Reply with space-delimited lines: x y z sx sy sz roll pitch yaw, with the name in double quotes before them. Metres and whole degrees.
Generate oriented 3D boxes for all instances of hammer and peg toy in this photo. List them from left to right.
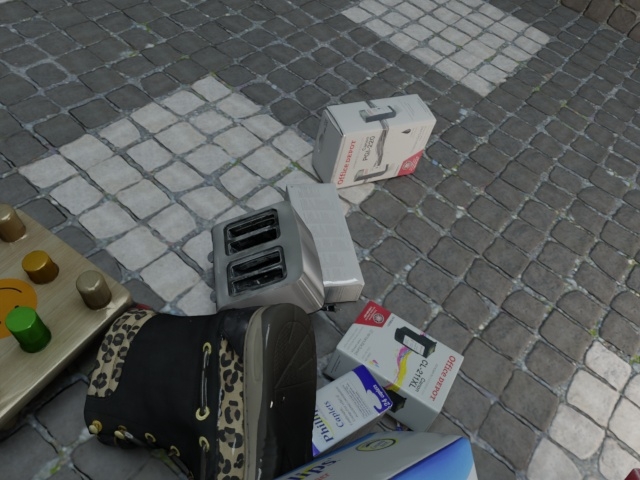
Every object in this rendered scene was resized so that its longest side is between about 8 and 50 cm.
"hammer and peg toy" -0.472 0.127 0.720 0.266 0.127 0.361 33 58 16

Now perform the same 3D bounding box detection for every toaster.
"toaster" -0.082 0.046 0.871 0.186 0.110 0.168 -18 54 9

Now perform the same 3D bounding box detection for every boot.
"boot" -0.156 0.258 0.669 0.284 0.138 0.377 0 84 31

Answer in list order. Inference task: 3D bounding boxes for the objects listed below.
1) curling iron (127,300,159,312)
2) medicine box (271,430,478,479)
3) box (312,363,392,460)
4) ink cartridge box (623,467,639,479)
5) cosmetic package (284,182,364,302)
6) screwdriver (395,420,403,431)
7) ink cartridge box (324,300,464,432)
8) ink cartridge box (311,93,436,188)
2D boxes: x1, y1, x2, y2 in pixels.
"curling iron" -0.276 0.130 0.847 0.274 0.035 0.068 21 54 5
"medicine box" 0.045 0.366 0.525 0.264 0.149 0.289 -4 81 -46
"box" 0.011 0.252 0.754 0.137 0.126 0.072 -23 62 -29
"ink cartridge box" 0.454 0.477 0.550 0.279 0.160 0.384 26 26 1
"cosmetic package" 0.000 0.000 1.000 0.099 0.060 0.239 -1 52 -16
"screwdriver" 0.115 0.271 0.832 0.025 0.024 0.169 23 41 -33
"ink cartridge box" 0.117 0.193 0.851 0.175 0.072 0.127 30 41 13
"ink cartridge box" 0.106 -0.203 1.125 0.218 0.158 0.092 -12 56 -21
